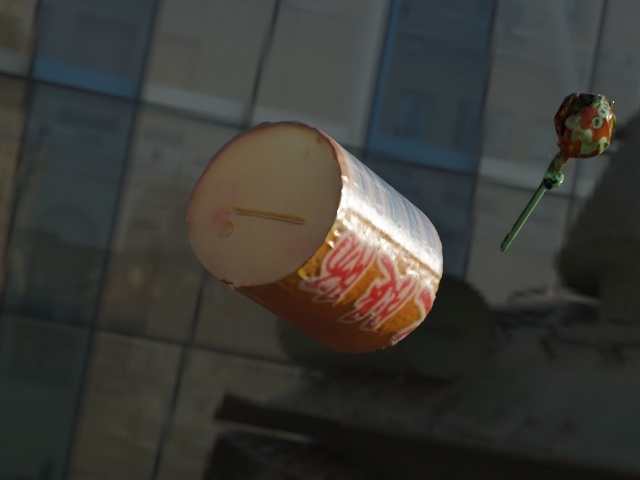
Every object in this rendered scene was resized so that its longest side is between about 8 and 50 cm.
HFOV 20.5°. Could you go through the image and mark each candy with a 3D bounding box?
[{"bbox_3d":[0.185,-0.049,1.434,0.049,0.055,0.184,32,-45,4],"label":"candy"}]

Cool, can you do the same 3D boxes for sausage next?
[{"bbox_3d":[0.000,0.000,2.274,0.233,0.233,0.287,7,-16,32],"label":"sausage"}]
